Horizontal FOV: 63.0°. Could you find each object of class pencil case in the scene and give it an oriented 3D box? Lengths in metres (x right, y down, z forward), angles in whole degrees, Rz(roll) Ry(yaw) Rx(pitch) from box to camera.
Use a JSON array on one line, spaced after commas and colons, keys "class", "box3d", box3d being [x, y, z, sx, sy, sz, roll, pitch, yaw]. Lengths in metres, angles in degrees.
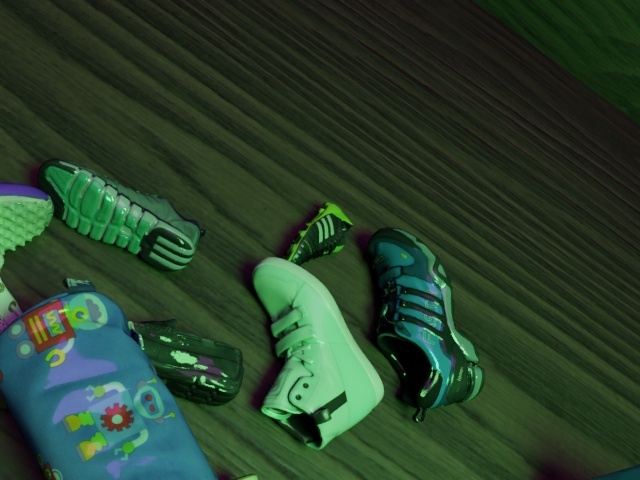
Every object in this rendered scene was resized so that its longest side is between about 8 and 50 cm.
[{"class": "pencil case", "box3d": [-0.172, 0.183, 0.461, 0.133, 0.119, 0.306, -23, 66, -42]}]

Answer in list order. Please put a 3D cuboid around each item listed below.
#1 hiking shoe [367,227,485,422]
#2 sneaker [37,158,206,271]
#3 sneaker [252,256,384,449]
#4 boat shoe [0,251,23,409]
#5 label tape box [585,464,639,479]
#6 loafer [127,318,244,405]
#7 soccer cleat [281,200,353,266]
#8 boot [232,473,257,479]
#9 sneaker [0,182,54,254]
[{"class": "hiking shoe", "box3d": [0.138, 0.109, 0.804, 0.132, 0.113, 0.304, -6, 60, -35]}, {"class": "sneaker", "box3d": [-0.268, -0.042, 0.717, 0.223, 0.083, 0.098, 34, 25, -10]}, {"class": "sneaker", "box3d": [-0.037, 0.141, 0.681, 0.256, 0.094, 0.151, 52, 41, 10]}, {"class": "boat shoe", "box3d": [-0.366, 0.035, 0.516, 0.096, 0.098, 0.277, -54, 127, -53]}, {"class": "label tape box", "box3d": [0.490, 0.434, 0.671, 0.347, 0.249, 0.115, 33, 45, -5]}, {"class": "loafer", "box3d": [-0.195, 0.129, 0.618, 0.223, 0.076, 0.078, 24, 42, -20]}, {"class": "soccer cleat", "box3d": [0.000, 0.000, 0.845, 0.072, 0.060, 0.179, 39, 43, -1]}, {"class": "boot", "box3d": [-0.117, 0.344, 0.494, 0.213, 0.077, 0.165, -24, 70, -36]}, {"class": "sneaker", "box3d": [-0.462, -0.053, 0.573, 0.293, 0.102, 0.146, -11, 62, -36]}]
